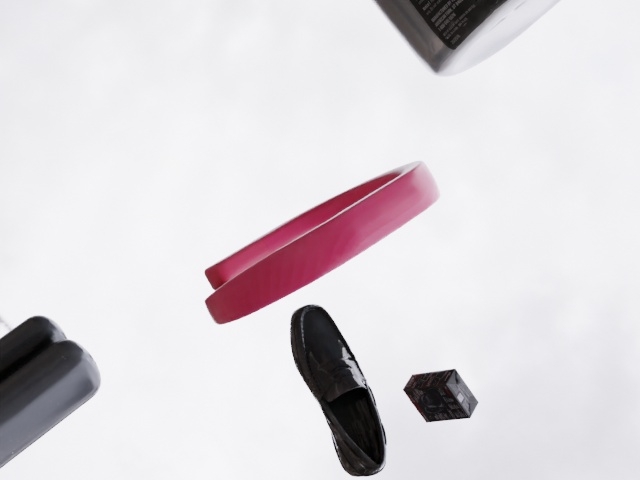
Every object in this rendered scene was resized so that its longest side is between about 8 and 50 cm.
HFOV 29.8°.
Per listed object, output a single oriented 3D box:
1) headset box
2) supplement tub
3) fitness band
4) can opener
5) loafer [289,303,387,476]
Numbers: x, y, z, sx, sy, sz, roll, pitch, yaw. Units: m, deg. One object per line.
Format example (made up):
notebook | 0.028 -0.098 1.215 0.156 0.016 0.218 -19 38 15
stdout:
headset box | 0.152 0.202 1.556 0.083 0.062 0.032 -15 -151 45
supplement tub | 0.082 -0.317 1.048 0.193 0.193 0.316 -40 -97 29
fitness band | 0.000 0.000 1.227 0.209 0.291 0.054 -21 -80 47
can opener | -0.267 0.130 0.704 0.283 0.095 0.076 -38 -138 -21
loafer | 0.027 0.178 1.461 0.223 0.076 0.078 68 -24 9
